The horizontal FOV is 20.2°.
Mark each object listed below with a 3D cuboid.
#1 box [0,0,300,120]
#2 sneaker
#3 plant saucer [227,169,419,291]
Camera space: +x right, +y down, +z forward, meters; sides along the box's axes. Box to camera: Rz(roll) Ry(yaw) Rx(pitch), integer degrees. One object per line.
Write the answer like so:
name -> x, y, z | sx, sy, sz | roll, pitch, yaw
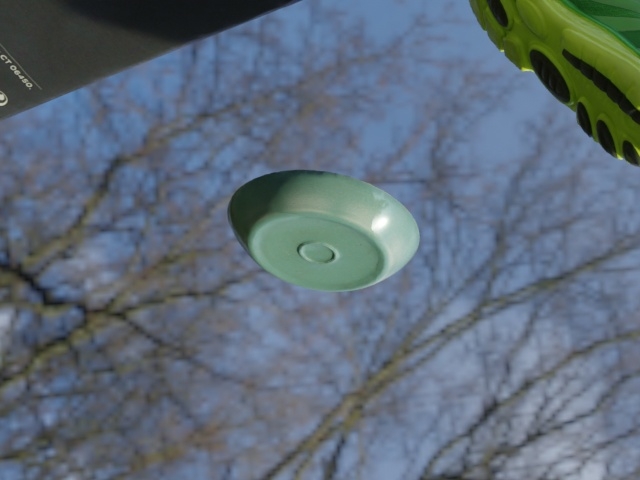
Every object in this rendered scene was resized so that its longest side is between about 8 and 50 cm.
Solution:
box -> -0.087, -0.254, 1.039 | 0.294, 0.183, 0.296 | -17, -144, 36
sneaker -> 0.194, -0.169, 1.271 | 0.295, 0.123, 0.109 | 56, -24, 30
plant saucer -> 0.000, 0.000, 1.097 | 0.119, 0.119, 0.021 | -41, -149, 50
